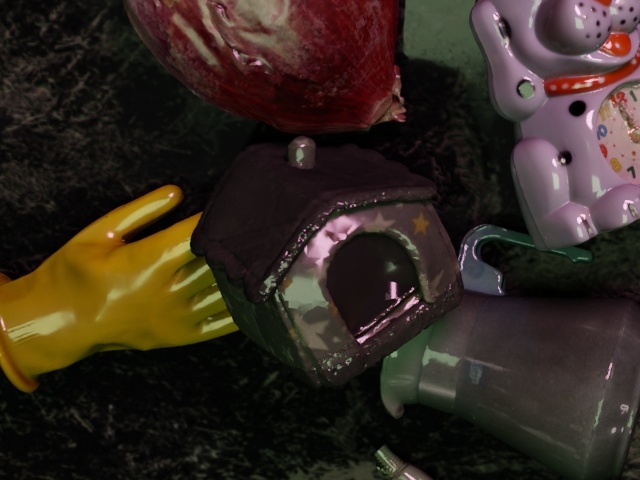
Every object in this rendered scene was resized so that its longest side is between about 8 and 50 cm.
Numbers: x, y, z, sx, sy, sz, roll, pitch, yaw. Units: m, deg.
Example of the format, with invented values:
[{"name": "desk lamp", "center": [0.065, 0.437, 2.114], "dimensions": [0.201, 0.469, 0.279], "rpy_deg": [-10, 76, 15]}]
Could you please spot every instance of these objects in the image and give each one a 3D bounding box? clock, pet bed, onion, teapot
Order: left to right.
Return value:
[{"name": "onion", "center": [-0.030, -0.190, 1.484], "dimensions": [0.283, 0.120, 0.227], "rpy_deg": [43, 109, -10]}, {"name": "pet bed", "center": [0.000, 0.000, 1.487], "dimensions": [0.183, 0.211, 0.159], "rpy_deg": [-32, 113, -12]}, {"name": "teapot", "center": [0.180, 0.097, 1.554], "dimensions": [0.225, 0.171, 0.203], "rpy_deg": [15, 83, 12]}, {"name": "clock", "center": [0.214, -0.140, 1.444], "dimensions": [0.189, 0.189, 0.254], "rpy_deg": [-20, 100, 18]}]

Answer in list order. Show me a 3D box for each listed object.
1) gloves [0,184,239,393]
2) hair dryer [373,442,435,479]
[{"name": "gloves", "center": [-0.162, 0.043, 1.634], "dimensions": [0.294, 0.116, 0.133], "rpy_deg": [-19, 135, 9]}, {"name": "hair dryer", "center": [0.185, 0.273, 1.675], "dimensions": [0.219, 0.088, 0.225], "rpy_deg": [-19, 93, 11]}]
